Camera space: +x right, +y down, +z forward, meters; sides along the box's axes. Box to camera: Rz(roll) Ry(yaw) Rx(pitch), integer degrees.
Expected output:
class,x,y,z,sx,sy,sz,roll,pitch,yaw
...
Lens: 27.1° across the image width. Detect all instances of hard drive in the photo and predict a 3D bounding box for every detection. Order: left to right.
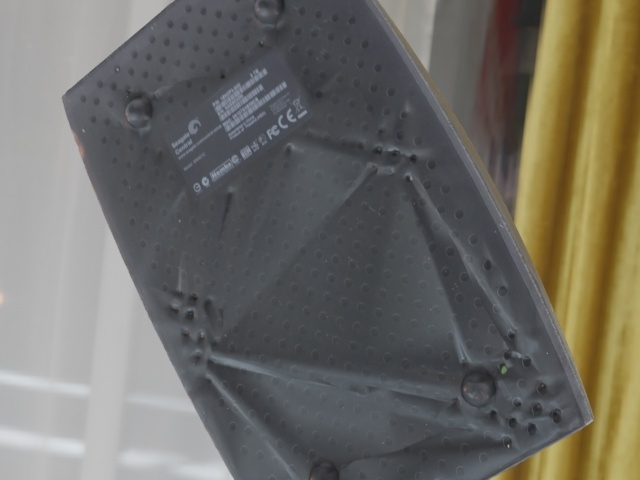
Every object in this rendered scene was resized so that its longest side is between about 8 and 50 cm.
class,x,y,z,sx,sy,sz,roll,pitch,yaw
hard drive,0.000,0.000,0.587,0.172,0.255,0.054,-35,164,25
